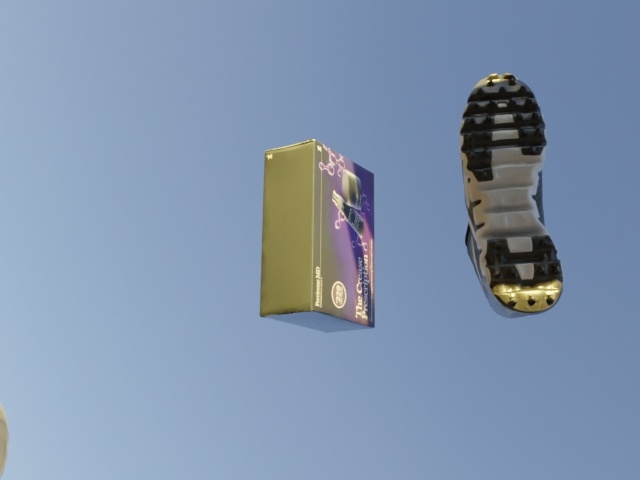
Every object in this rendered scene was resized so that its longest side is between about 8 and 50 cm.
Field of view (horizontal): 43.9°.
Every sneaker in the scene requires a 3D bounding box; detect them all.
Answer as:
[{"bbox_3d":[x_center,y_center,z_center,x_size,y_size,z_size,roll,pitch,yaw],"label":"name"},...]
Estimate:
[{"bbox_3d":[0.163,-0.035,0.721,0.106,0.078,0.234,87,0,-69],"label":"sneaker"}]

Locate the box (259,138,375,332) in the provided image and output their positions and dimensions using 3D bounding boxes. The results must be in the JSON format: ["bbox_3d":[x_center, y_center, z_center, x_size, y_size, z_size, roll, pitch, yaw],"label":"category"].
[{"bbox_3d":[0.000,0.000,1.237,0.103,0.184,0.261,-10,-108,35],"label":"box"}]

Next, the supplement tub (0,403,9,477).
[{"bbox_3d":[-0.326,0.144,0.551,0.197,0.106,0.106,-2,-79,5],"label":"supplement tub"}]
